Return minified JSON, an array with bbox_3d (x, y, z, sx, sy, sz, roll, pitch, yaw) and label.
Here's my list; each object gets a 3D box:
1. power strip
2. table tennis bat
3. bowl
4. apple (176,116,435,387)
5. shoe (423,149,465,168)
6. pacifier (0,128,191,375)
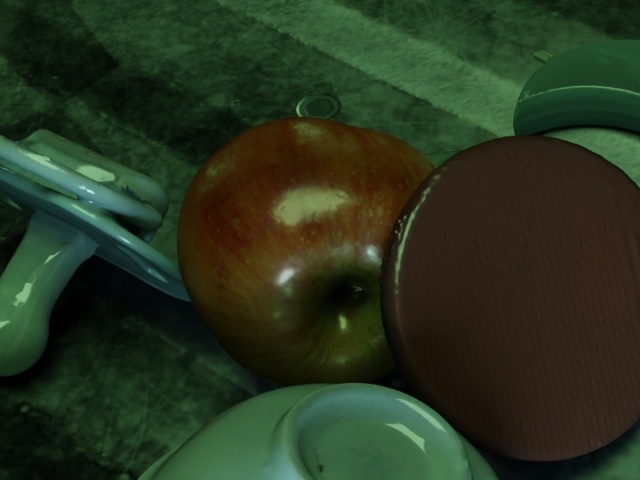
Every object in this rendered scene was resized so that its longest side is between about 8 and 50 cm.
[{"bbox_3d":[0.305,-0.131,1.833,0.253,0.054,0.167,23,49,29],"label":"power strip"},{"bbox_3d":[0.225,0.038,1.562,0.414,0.268,0.051,-10,-4,-33],"label":"table tennis bat"},{"bbox_3d":[0.023,0.208,1.377,0.345,0.157,0.345,11,39,-9],"label":"bowl"},{"bbox_3d":[0.000,0.000,1.612,0.242,0.242,0.241,-13,34,-4],"label":"apple"},{"bbox_3d":[0.175,-0.034,1.720,0.251,0.100,0.103,22,52,25],"label":"shoe"},{"bbox_3d":[-0.252,0.017,1.684,0.287,0.238,0.226,23,80,26],"label":"pacifier"}]
